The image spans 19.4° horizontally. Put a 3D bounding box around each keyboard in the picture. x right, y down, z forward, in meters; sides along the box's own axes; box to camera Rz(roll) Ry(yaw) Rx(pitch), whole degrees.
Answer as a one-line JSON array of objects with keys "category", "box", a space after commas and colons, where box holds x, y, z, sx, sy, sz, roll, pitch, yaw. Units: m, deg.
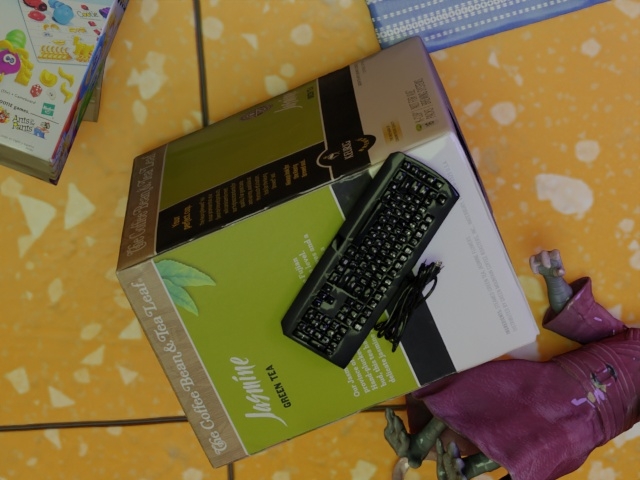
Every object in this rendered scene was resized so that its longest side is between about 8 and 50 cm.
[{"category": "keyboard", "box": [0.053, 0.026, 1.575, 0.100, 0.038, 0.192, 28, 107, -13]}]

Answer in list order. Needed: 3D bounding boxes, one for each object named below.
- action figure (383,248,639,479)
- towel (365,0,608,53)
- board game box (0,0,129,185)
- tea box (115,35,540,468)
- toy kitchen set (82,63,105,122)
[{"category": "action figure", "box": [0.271, 0.172, 1.885, 0.370, 0.248, 0.275, -21, 140, -19]}, {"category": "towel", "box": [0.134, -0.361, 1.826, 0.243, 0.040, 0.336, -16, 104, 4]}, {"category": "board game box", "box": [-0.266, -0.212, 1.760, 0.144, 0.142, 0.275, 21, 81, -3]}, {"category": "tea box", "box": [0.000, 0.000, 1.759, 0.323, 0.329, 0.220, -21, 110, 6]}, {"category": "toy kitchen set", "box": [-0.250, -0.176, 1.875, 0.068, 0.075, 0.083, 9, 64, -6]}]
